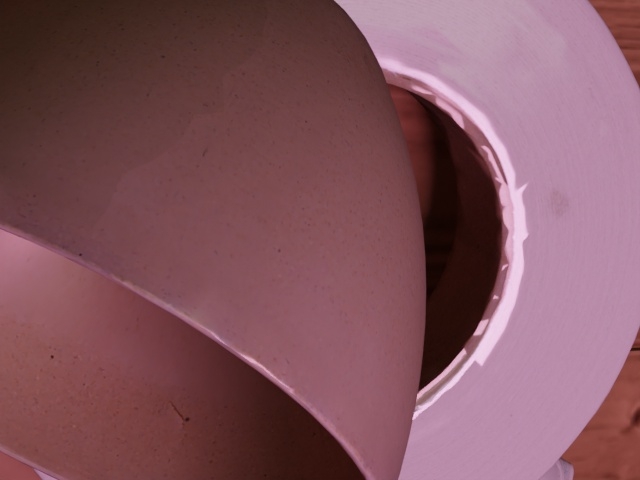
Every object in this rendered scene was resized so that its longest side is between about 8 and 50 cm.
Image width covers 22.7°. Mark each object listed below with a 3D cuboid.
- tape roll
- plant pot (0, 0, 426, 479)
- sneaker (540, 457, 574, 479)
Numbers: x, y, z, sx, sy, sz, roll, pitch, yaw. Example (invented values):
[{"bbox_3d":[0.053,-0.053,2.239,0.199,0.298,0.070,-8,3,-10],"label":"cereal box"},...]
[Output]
[{"bbox_3d":[0.000,0.000,0.867,0.392,0.072,0.392,-6,108,-17],"label":"tape roll"},{"bbox_3d":[-0.069,-0.017,0.678,0.284,0.284,0.191,41,61,-28],"label":"plant pot"},{"bbox_3d":[0.119,0.236,1.023,0.094,0.080,0.212,13,94,-41],"label":"sneaker"}]
